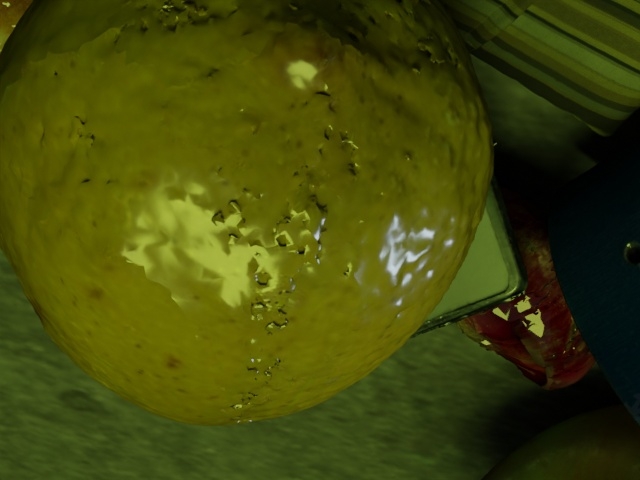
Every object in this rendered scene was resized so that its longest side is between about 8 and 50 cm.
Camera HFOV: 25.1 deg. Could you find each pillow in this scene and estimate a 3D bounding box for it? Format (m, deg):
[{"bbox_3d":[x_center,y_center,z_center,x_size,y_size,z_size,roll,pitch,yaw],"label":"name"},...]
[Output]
[{"bbox_3d":[0.136,-0.158,0.750,0.208,0.052,0.212,26,139,-18],"label":"pillow"}]

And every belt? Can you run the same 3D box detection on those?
[{"bbox_3d":[0.290,0.072,0.851,0.347,0.212,0.117,43,128,-15],"label":"belt"}]

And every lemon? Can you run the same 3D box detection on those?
[{"bbox_3d":[-0.049,-0.034,0.751,0.258,0.257,0.310,17,145,-9],"label":"lemon"}]

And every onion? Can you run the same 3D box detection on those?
[{"bbox_3d":[0.140,0.010,0.906,0.140,0.150,0.150,-38,129,-6],"label":"onion"}]

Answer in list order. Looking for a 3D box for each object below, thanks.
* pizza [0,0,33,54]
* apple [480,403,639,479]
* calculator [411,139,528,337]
[{"bbox_3d":[-0.196,-0.167,0.811,0.185,0.036,0.176,-25,130,28],"label":"pizza"},{"bbox_3d":[0.247,0.273,1.017,0.319,0.319,0.277,-19,130,28],"label":"apple"},{"bbox_3d":[0.000,0.000,0.889,0.262,0.161,0.021,-26,165,32],"label":"calculator"}]
